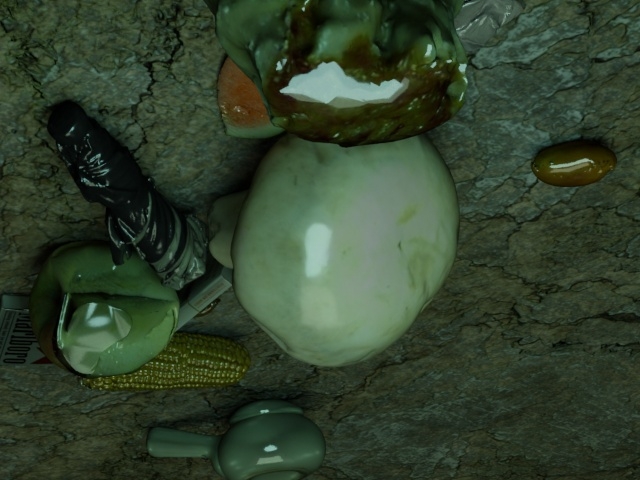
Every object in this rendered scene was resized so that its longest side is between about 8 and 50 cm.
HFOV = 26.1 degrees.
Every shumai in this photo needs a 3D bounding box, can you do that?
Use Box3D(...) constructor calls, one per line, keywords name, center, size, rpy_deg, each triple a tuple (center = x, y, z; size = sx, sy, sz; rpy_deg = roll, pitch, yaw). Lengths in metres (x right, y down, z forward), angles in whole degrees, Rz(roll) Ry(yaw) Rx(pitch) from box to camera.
Box3D(name="shumai", center=(0.023, -0.264, 1.425), size=(0.324, 0.323, 0.397), rpy_deg=(-27, 146, 28))

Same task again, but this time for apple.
Box3D(name="apple", center=(-0.321, 0.104, 2.026), size=(0.188, 0.207, 0.174), rpy_deg=(4, 153, -35))

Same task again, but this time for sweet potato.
Box3D(name="sweet potato", center=(-0.216, 0.117, 2.248), size=(0.115, 0.026, 0.026), rpy_deg=(-15, 148, 7))

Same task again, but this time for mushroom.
Box3D(name="mushroom", center=(0.030, 0.003, 1.872), size=(0.325, 0.353, 0.353), rpy_deg=(17, 141, -15))

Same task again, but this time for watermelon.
Box3D(name="watermelon", center=(-0.070, -0.203, 1.754), size=(0.119, 0.063, 0.245), rpy_deg=(12, 151, -2))

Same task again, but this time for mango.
Box3D(name="mango", center=(0.369, -0.114, 2.019), size=(0.127, 0.063, 0.077), rpy_deg=(-5, 154, 1))

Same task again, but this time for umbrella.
Box3D(name="umbrella", center=(-0.269, -0.062, 1.875), size=(0.106, 0.113, 0.358), rpy_deg=(-9, 143, 23))

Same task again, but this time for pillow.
Box3D(name="pillow", center=(0.129, -0.256, 1.731), size=(0.248, 0.049, 0.135), rpy_deg=(-25, 150, 27))

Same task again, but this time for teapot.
Box3D(name="teapot", center=(-0.151, 0.380, 2.576), size=(0.318, 0.149, 0.220), rpy_deg=(1, 154, -19))

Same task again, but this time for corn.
Box3D(name="corn", center=(-0.262, 0.198, 2.293), size=(0.305, 0.106, 0.106), rpy_deg=(3, 146, -27))

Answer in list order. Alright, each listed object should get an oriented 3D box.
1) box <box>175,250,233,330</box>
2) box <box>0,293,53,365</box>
Box3D(name="box", center=(-0.193, 0.075, 2.101), size=(0.032, 0.122, 0.220), rpy_deg=(38, 128, -18))
Box3D(name="box", center=(-0.466, 0.143, 2.204), size=(0.115, 0.036, 0.177), rpy_deg=(4, 146, -22))
